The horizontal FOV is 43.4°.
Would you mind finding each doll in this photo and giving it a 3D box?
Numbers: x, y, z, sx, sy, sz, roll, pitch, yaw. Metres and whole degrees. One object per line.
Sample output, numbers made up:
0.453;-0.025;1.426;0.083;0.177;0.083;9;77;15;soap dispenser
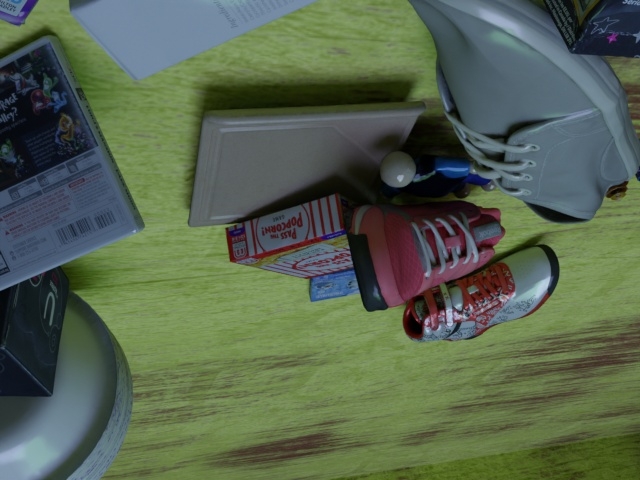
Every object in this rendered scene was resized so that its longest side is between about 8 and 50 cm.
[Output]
0.123;-0.069;0.885;0.129;0.046;0.189;-15;172;35;doll

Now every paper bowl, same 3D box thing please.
-0.371;0.176;0.932;0.284;0.284;0.148;-10;153;-6;paper bowl

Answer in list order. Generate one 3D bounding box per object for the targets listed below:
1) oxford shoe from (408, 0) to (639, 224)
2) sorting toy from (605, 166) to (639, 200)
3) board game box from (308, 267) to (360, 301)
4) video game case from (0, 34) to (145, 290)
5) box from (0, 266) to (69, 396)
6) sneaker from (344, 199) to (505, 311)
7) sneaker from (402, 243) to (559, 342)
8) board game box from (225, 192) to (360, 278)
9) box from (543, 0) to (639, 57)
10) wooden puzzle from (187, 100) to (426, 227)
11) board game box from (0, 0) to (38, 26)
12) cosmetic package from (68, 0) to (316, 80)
0.187;-0.113;0.740;0.130;0.169;0.449;-51;147;8;oxford shoe
0.400;-0.085;1.040;0.061;0.042;0.102;-2;151;-21;sorting toy
0.029;0.058;1.176;0.090;0.020;0.090;-10;154;-7;board game box
-0.265;-0.054;0.682;0.190;0.173;0.022;-21;-172;17;video game case
-0.414;0.068;0.809;0.270;0.143;0.165;1;154;-1;box
0.127;-0.005;0.900;0.136;0.116;0.314;-13;-176;24;sneaker
0.238;0.091;1.256;0.145;0.090;0.270;1;153;-30;sneaker
0.000;0.000;0.967;0.146;0.045;0.193;-16;165;24;board game box
0.281;-0.232;0.566;0.247;0.163;0.142;-2;148;-22;box
-0.025;-0.084;0.860;0.221;0.044;0.239;-5;157;-16;wooden puzzle
-0.139;-0.255;0.355;0.142;0.144;0.275;14;142;-42;board game box
-0.049;-0.209;0.518;0.231;0.117;0.085;-21;152;12;cosmetic package
